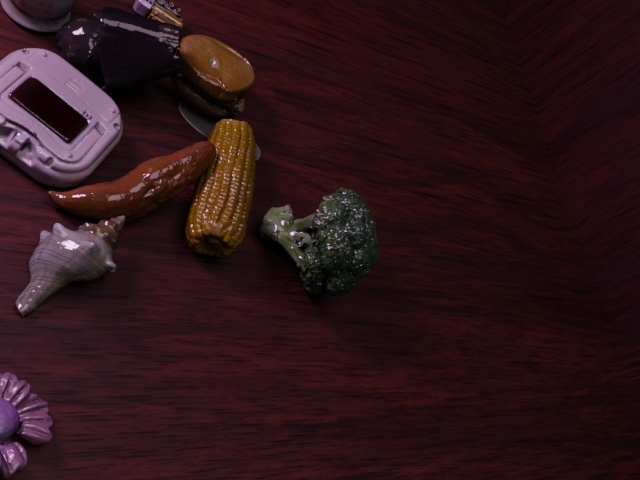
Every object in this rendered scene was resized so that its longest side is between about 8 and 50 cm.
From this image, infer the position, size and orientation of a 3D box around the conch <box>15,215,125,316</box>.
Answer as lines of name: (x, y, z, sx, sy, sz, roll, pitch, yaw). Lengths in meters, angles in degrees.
conch: (-0.444, 0.017, 1.232, 0.234, 0.114, 0.137, -22, 67, -40)

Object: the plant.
plant: (-0.415, -0.396, 1.432, 0.256, 0.164, 0.142, -2, 28, -5)

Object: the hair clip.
hair clip: (-0.532, 0.309, 1.008, 0.173, 0.069, 0.300, 49, 44, -6)

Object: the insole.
insole: (-0.238, -0.258, 1.641, 0.232, 0.003, 0.080, 32, 49, -22)

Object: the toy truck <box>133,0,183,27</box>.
toy truck: (-0.385, -0.544, 1.651, 0.123, 0.052, 0.062, 29, 56, -26)

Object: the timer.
timer: (-0.520, -0.240, 1.330, 0.262, 0.087, 0.237, 40, 47, -15)

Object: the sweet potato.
sweet potato: (-0.350, -0.103, 1.374, 0.355, 0.095, 0.106, -25, 97, -30)

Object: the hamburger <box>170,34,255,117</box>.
hamburger: (-0.263, -0.384, 1.613, 0.215, 0.122, 0.189, 25, 44, -23)

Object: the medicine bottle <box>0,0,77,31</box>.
medicine bottle: (-0.570, -0.523, 1.415, 0.147, 0.143, 0.147, 18, 53, -26)

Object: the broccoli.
broccoli: (0.000, 0.000, 1.556, 0.270, 0.270, 0.270, 17, 48, 8)

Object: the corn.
corn: (-0.209, -0.125, 1.501, 0.131, 0.131, 0.344, 25, 50, -28)
